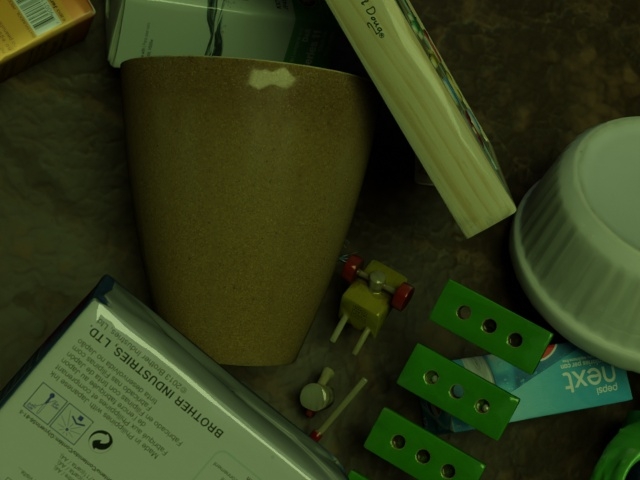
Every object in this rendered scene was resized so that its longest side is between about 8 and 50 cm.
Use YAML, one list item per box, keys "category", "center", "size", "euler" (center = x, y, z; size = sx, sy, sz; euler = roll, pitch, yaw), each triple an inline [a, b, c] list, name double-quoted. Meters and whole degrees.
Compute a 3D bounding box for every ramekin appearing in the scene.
- category: "ramekin"
  center: [0.337, -0.009, 1.074]
  size: [0.272, 0.127, 0.273]
  euler: [5, 49, -6]

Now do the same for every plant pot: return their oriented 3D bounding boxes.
- category: "plant pot"
  center: [-0.071, -0.021, 0.951]
  size: [0.237, 0.237, 0.254]
  euler: [5, 90, -19]

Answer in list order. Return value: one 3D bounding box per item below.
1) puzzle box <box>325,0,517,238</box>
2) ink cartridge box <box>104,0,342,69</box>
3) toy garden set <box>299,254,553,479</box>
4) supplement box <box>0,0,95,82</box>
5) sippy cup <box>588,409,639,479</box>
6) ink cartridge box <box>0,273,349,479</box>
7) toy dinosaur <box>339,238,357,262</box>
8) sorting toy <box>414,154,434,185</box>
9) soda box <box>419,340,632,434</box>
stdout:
- category: "puzzle box"
  center: [0.049, -0.216, 0.960]
  size: [0.052, 0.272, 0.409]
  euler: [-29, 103, 12]
- category: "ink cartridge box"
  center: [-0.098, -0.231, 1.018]
  size: [0.208, 0.087, 0.153]
  euler: [3, 47, -19]
- category: "toy garden set"
  center: [0.076, 0.149, 1.006]
  size: [0.203, 0.049, 0.244]
  euler: [28, 93, 17]
- category: "supplement box"
  center: [-0.324, -0.173, 0.960]
  size: [0.233, 0.078, 0.080]
  euler: [-33, 93, -22]
- category: "sippy cup"
  center: [0.394, 0.304, 1.040]
  size: [0.305, 0.240, 0.224]
  euler: [15, 82, 9]
- category: "ink cartridge box"
  center: [-0.196, 0.264, 0.824]
  size: [0.270, 0.151, 0.395]
  euler: [40, 88, -7]
- category: "toy dinosaur"
  center: [0.000, 0.000, 1.058]
  size: [0.090, 0.047, 0.082]
  euler: [19, 53, -4]
- category: "sorting toy"
  center: [0.141, -0.086, 1.141]
  size: [0.083, 0.012, 0.062]
  euler: [6, 75, -18]
- category: "soda box"
  center: [0.207, 0.147, 1.081]
  size: [0.210, 0.067, 0.071]
  euler: [-6, 80, -21]
